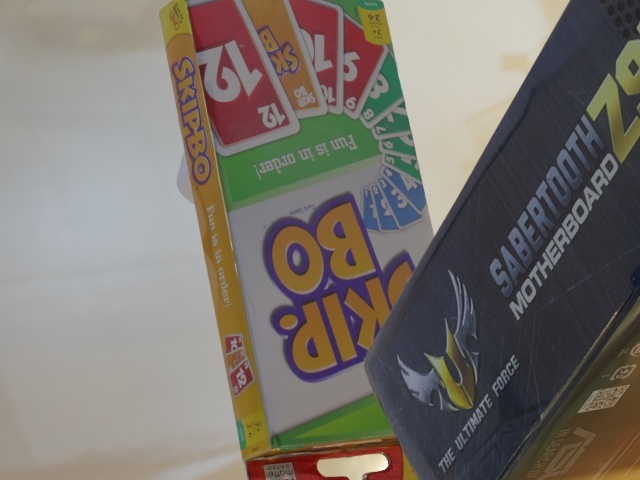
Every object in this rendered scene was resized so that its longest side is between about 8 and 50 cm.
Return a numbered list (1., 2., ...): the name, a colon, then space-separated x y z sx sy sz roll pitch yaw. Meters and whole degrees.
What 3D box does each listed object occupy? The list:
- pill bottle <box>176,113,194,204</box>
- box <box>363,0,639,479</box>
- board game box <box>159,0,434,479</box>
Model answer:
1. pill bottle: -0.041 -0.103 1.240 0.094 0.094 0.169 33 -121 -35
2. box: 0.132 -0.032 0.407 0.183 0.233 0.059 -8 -124 -29
3. board game box: 0.000 0.000 0.946 0.124 0.039 0.259 -2 -105 -33
